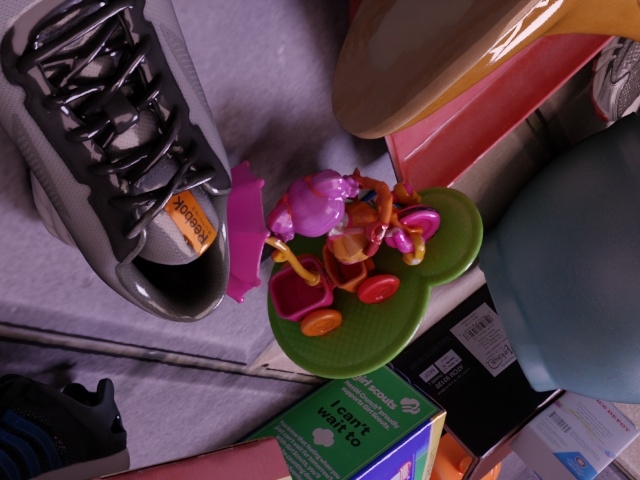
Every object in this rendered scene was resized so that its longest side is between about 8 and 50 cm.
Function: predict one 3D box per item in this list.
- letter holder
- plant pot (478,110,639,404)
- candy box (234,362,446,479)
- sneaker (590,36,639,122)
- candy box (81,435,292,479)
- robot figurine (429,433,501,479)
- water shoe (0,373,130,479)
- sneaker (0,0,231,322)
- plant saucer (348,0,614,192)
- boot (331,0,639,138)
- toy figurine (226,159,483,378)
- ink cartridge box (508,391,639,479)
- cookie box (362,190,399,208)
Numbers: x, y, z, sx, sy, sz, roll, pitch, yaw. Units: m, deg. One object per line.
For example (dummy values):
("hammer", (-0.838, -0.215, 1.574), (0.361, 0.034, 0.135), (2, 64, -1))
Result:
("letter holder", (0.239, 0.161, 1.188), (0.302, 0.152, 0.214), (-36, 156, -19))
("plant pot", (0.279, 0.043, 0.955), (0.196, 0.293, 0.293), (-23, 160, 15))
("candy box", (-0.029, 0.305, 0.993), (0.317, 0.122, 0.268), (-32, 144, -30))
("sneaker", (0.330, -0.194, 0.839), (0.225, 0.093, 0.088), (-49, 155, 9))
("candy box", (-0.181, 0.222, 0.567), (0.316, 0.087, 0.183), (-29, 164, 25))
("robot figurine", (0.184, 0.342, 1.413), (0.219, 0.128, 0.158), (-19, 136, -43))
("water shoe", (-0.194, 0.119, 0.545), (0.073, 0.080, 0.203), (-13, 170, 24))
("sneaker", (-0.085, -0.056, 0.393), (0.100, 0.108, 0.271), (-36, 153, -15))
("plant saucer", (0.124, -0.161, 0.626), (0.258, 0.048, 0.259), (-42, 156, -6))
("boot", (0.164, -0.129, 0.492), (0.295, 0.104, 0.211), (-48, 134, 12))
("toy figurine", (0.000, 0.000, 0.595), (0.173, 0.130, 0.159), (-30, 150, 17))
("ink cartridge box", (0.290, 0.225, 1.068), (0.122, 0.088, 0.052), (-26, 154, -37))
("cookie box", (0.025, 0.021, 0.761), (0.107, 0.040, 0.092), (-39, 155, -12))
